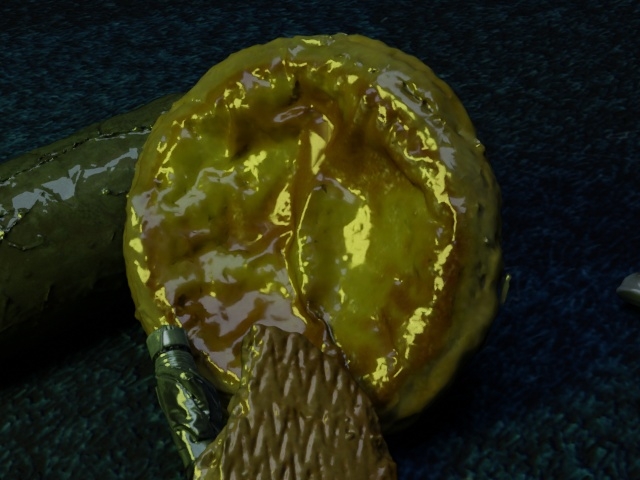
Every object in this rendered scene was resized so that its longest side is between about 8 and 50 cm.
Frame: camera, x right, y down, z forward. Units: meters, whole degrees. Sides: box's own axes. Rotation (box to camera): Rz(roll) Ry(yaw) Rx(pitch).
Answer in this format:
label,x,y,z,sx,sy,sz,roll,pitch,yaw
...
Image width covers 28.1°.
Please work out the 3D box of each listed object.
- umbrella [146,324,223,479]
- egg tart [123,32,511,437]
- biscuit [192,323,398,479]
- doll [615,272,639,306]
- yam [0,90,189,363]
label,x,y,z,sx,sy,sz,roll,pitch,yaw
umbrella,-0.085,0.145,0.930,0.046,0.050,0.188,12,47,-43
egg tart,0.001,0.001,1.026,0.341,0.342,0.132,7,-6,22
biscuit,-0.017,0.173,0.884,0.144,0.033,0.224,16,59,-10
doll,0.363,-0.011,1.077,0.183,0.085,0.217,14,50,31
yam,-0.217,-0.009,1.133,0.304,0.168,0.168,-26,38,-24
